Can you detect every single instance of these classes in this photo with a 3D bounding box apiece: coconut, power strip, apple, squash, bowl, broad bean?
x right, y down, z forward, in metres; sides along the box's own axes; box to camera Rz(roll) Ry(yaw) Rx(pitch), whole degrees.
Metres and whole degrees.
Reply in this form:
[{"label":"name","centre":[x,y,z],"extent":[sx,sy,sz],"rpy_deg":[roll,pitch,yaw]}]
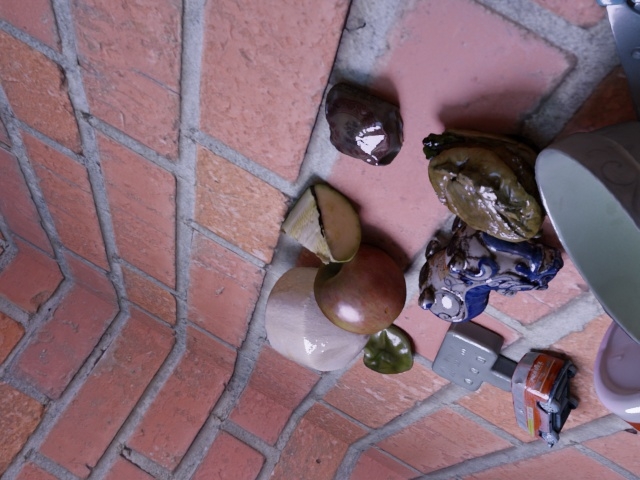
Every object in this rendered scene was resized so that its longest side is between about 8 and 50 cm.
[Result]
[{"label":"coconut","centre":[0.007,0.182,1.675],"extent":[0.266,0.237,0.237],"rpy_deg":[4,143,42]},{"label":"power strip","centre":[0.368,0.285,1.669],"extent":[0.193,0.059,0.265],"rpy_deg":[25,153,13]},{"label":"apple","centre":[0.085,0.102,1.501],"extent":[0.174,0.188,0.188],"rpy_deg":[41,152,-23]},{"label":"squash","centre":[0.000,0.000,1.501],"extent":[0.252,0.093,0.169],"rpy_deg":[133,124,-63]},{"label":"bowl","centre":[0.407,-0.016,0.865],"extent":[0.307,0.163,0.307],"rpy_deg":[58,-176,-7]},{"label":"broad bean","centre":[0.173,0.288,1.869],"extent":[0.153,0.072,0.207],"rpy_deg":[23,153,3]}]

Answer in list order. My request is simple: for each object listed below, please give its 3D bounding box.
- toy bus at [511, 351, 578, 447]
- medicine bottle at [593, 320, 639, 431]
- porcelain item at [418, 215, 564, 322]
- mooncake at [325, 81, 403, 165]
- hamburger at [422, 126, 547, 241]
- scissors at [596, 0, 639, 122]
[{"label":"toy bus","centre":[0.489,0.343,1.582],"extent":[0.120,0.121,0.265],"rpy_deg":[22,153,32]},{"label":"medicine bottle","centre":[0.583,0.206,1.076],"extent":[0.241,0.252,0.252],"rpy_deg":[35,154,-6]},{"label":"porcelain item","centre":[0.291,0.055,1.286],"extent":[0.186,0.138,0.288],"rpy_deg":[15,151,-7]},{"label":"mooncake","centre":[0.063,-0.183,1.151],"extent":[0.125,0.073,0.130],"rpy_deg":[22,151,23]},{"label":"hamburger","centre":[0.257,-0.091,1.076],"extent":[0.206,0.130,0.183],"rpy_deg":[29,160,52]},{"label":"scissors","centre":[0.346,-0.242,0.791],"extent":[0.192,0.029,0.447],"rpy_deg":[10,149,37]}]
